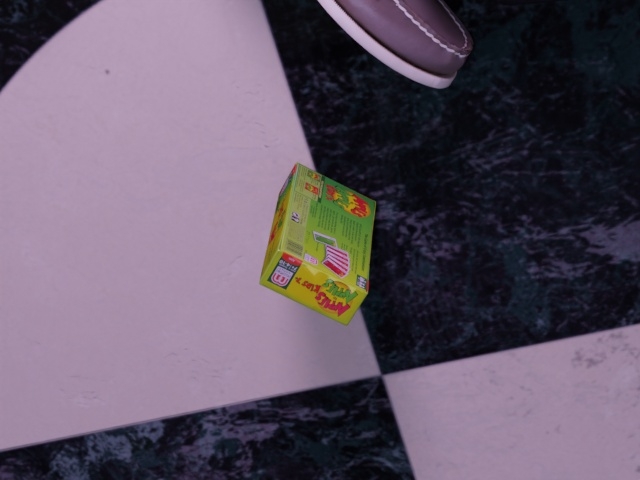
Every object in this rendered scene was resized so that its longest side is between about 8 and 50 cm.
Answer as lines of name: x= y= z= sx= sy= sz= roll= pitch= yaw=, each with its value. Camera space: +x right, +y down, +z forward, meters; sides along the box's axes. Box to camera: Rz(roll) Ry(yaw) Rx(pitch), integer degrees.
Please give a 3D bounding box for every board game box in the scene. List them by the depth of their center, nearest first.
board game box: x=0.000 y=0.000 z=1.376 sx=0.092 sy=0.181 sz=0.043 roll=27 pitch=118 yaw=-10

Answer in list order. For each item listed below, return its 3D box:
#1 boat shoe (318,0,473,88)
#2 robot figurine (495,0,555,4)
boat shoe: x=0.024 y=-0.269 z=1.267 sx=0.324 sy=0.117 sz=0.096 roll=43 pitch=117 yaw=-11
robot figurine: x=0.187 y=-0.324 z=1.184 sx=0.278 sy=0.209 sz=0.173 roll=-7 pitch=156 yaw=8
